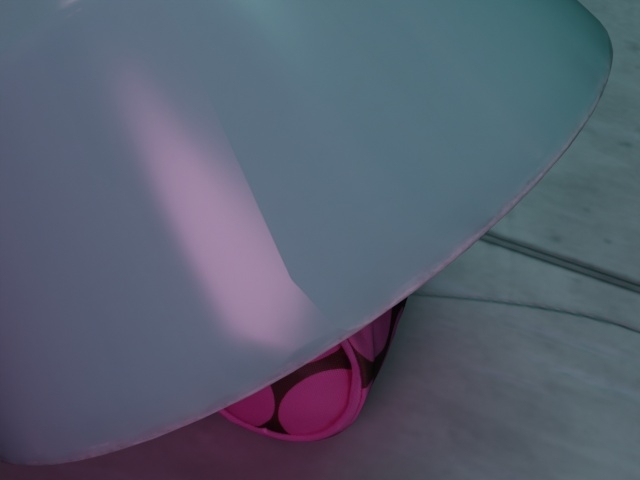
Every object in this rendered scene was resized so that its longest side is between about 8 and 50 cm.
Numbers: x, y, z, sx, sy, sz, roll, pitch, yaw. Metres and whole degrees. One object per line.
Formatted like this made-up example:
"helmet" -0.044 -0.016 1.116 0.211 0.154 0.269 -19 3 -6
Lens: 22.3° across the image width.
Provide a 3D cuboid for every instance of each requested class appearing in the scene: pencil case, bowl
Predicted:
"pencil case" 0.000 0.000 0.795 0.098 0.095 0.209 4 33 17
"bowl" -0.056 -0.070 0.663 0.311 0.163 0.311 -30 19 11
